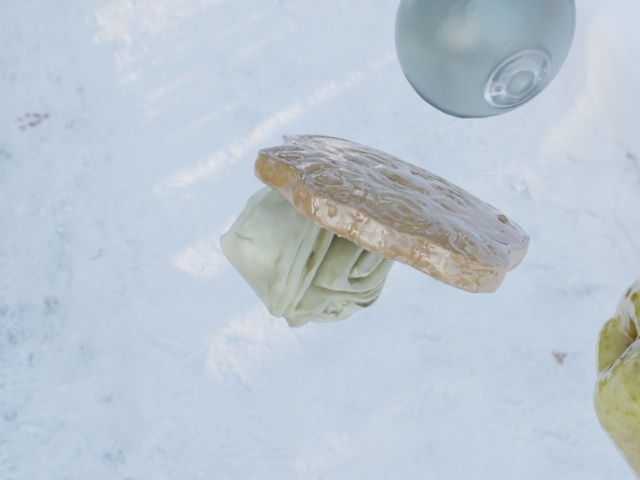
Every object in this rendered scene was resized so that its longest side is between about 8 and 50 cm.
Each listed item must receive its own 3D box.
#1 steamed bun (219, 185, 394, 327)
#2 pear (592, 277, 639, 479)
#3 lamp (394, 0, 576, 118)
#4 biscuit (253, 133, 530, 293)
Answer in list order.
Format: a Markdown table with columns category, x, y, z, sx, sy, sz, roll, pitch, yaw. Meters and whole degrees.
| category | x | y | z | sx | sy | sz | roll | pitch | yaw |
| --- | --- | --- | --- | --- | --- | --- | --- | --- | --- |
| steamed bun | 0.000 | 0.002 | 1.092 | 0.203 | 0.289 | 0.276 | -27 | 34 | 27 |
| pear | 0.390 | 0.145 | 0.603 | 0.271 | 0.271 | 0.271 | -5 | 58 | 8 |
| lamp | 0.095 | -0.124 | 0.382 | 0.105 | 0.105 | 0.105 | -5 | 58 | 8 |
| biscuit | 0.106 | -0.064 | 0.910 | 0.385 | 0.062 | 0.365 | 27 | 23 | 18 |
